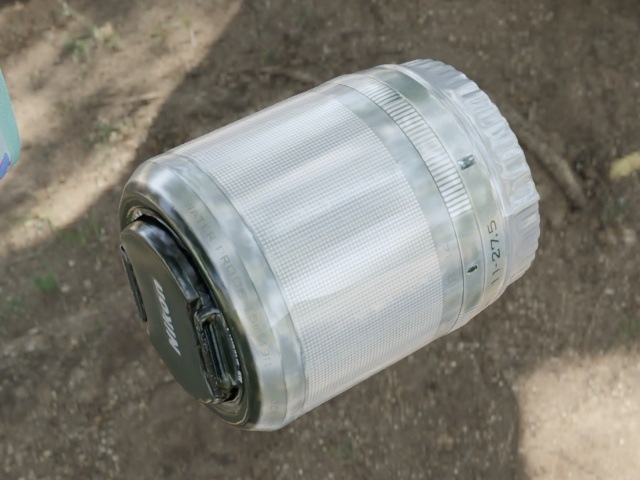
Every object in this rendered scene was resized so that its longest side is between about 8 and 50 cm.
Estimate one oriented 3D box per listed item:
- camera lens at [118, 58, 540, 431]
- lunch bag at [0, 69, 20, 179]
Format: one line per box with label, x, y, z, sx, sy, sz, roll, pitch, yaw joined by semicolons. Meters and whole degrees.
camera lens;0.000;0.000;0.933;0.274;0.219;0.219;-27;44;-24
lunch bag;-0.285;-0.083;0.622;0.160;0.262;0.223;21;50;16
